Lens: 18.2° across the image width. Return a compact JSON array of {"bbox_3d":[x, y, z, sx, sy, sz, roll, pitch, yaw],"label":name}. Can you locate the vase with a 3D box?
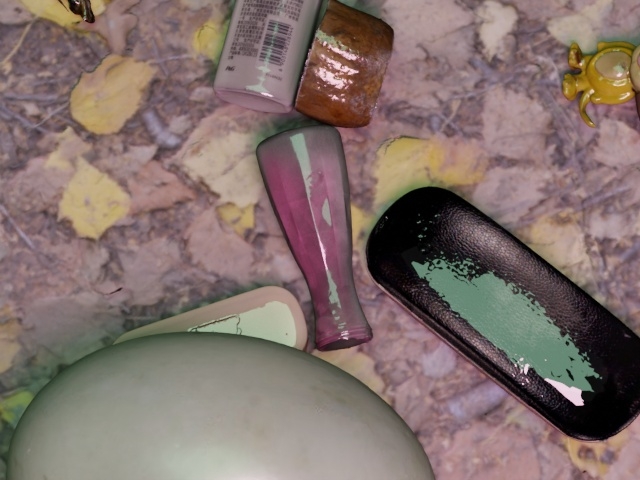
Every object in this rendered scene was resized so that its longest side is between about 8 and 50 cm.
[{"bbox_3d":[0.000,0.000,1.949,0.086,0.086,0.214,-13,79,-2],"label":"vase"}]

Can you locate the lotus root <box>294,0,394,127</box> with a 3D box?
[{"bbox_3d":[0.024,-0.176,1.980,0.081,0.112,0.122,15,107,-4],"label":"lotus root"}]

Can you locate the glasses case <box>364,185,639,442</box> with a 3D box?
[{"bbox_3d":[0.182,0.070,1.921,0.314,0.075,0.122,38,77,11],"label":"glasses case"}]

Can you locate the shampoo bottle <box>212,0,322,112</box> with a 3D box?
[{"bbox_3d":[-0.042,-0.245,2.028,0.086,0.056,0.227,12,75,7],"label":"shampoo bottle"}]

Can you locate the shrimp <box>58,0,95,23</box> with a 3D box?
[{"bbox_3d":[-0.241,-0.328,2.073,0.148,0.035,0.195,-28,74,-8],"label":"shrimp"}]

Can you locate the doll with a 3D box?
[{"bbox_3d":[0.336,-0.152,1.974,0.188,0.096,0.145,-14,66,8],"label":"doll"}]

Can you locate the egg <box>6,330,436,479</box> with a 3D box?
[{"bbox_3d":[-0.088,0.221,1.784,0.389,0.276,0.276,6,75,3],"label":"egg"}]

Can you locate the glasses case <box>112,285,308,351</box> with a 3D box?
[{"bbox_3d":[-0.108,0.107,1.934,0.196,0.050,0.083,-20,72,-3],"label":"glasses case"}]
